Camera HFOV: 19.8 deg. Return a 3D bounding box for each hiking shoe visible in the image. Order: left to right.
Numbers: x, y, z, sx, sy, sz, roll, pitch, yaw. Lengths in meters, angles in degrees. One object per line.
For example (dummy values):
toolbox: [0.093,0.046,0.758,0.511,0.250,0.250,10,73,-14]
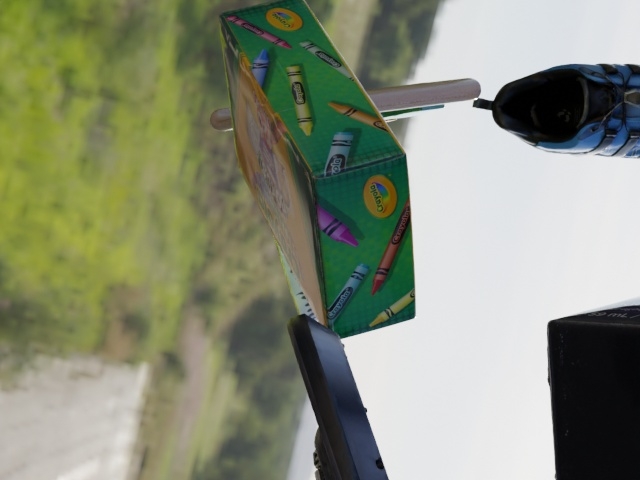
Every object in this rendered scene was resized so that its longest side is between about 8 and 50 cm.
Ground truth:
hiking shoe: [0.310,-0.122,1.784,0.132,0.304,0.113,-2,88,-54]

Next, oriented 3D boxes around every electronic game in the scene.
electronic game: [0.021,0.158,1.208,0.229,0.048,0.229,161,-90,-90]

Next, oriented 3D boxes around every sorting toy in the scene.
sorting toy: [0.024,-0.126,1.792,0.208,0.193,0.038,-2,-83,53]

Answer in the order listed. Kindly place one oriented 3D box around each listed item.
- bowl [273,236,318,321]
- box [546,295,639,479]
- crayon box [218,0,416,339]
bowl: [0.000,0.000,1.803,0.170,0.080,0.170,-17,90,-87]
box: [0.380,0.125,1.421,0.294,0.296,0.182,-10,98,-47]
crayon box: [-0.005,-0.067,1.537,0.278,0.081,0.165,-119,-161,-51]
